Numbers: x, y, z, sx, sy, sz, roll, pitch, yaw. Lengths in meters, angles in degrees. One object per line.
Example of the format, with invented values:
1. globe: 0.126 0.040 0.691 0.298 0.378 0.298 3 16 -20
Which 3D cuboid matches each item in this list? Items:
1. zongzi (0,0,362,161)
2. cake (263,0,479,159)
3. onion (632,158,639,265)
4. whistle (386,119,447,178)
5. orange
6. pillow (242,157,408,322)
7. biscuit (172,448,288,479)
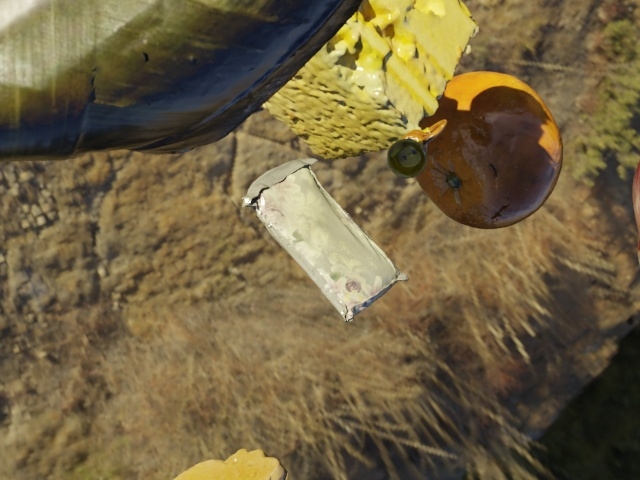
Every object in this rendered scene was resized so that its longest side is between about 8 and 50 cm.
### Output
1. zongzi: -0.119 -0.191 0.662 0.403 0.208 0.432 -38 173 37
2. cake: 0.059 -0.288 1.388 0.222 0.227 0.286 42 62 -30
3. onion: 0.370 0.001 0.848 0.219 0.252 0.252 -12 135 4
4. whistle: 0.113 -0.117 1.207 0.057 0.046 0.109 -66 175 28
5. orange: 0.292 -0.159 1.841 0.226 0.284 0.284 -35 140 -31
6. pillow: 0.000 0.000 1.513 0.169 0.255 0.059 -36 175 -46
7. biscuit: -0.092 0.272 0.975 0.170 0.170 0.050 -36 125 -2
